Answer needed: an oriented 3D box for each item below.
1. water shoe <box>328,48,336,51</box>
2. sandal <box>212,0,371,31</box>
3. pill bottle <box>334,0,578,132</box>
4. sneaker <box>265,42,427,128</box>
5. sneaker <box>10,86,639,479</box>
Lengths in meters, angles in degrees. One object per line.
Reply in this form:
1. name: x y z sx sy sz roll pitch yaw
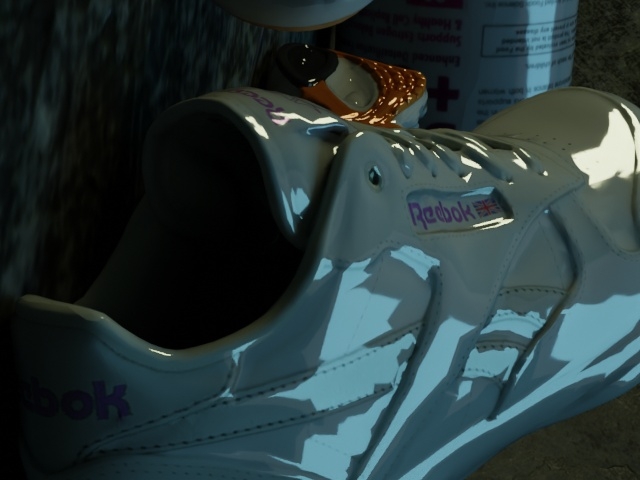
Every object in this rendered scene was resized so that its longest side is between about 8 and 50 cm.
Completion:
1. water shoe: 0.022 -0.029 0.872 0.073 0.080 0.203 -76 172 -47
2. sandal: 0.011 -0.147 0.581 0.076 0.102 0.265 94 16 -45
3. pill bottle: 0.087 -0.077 0.963 0.160 0.160 0.283 -66 158 -70
4. sneaker: 0.000 0.000 0.654 0.262 0.099 0.121 -66 167 -66
5. sneaker: 0.028 0.004 0.448 0.305 0.114 0.152 -40 125 -42
